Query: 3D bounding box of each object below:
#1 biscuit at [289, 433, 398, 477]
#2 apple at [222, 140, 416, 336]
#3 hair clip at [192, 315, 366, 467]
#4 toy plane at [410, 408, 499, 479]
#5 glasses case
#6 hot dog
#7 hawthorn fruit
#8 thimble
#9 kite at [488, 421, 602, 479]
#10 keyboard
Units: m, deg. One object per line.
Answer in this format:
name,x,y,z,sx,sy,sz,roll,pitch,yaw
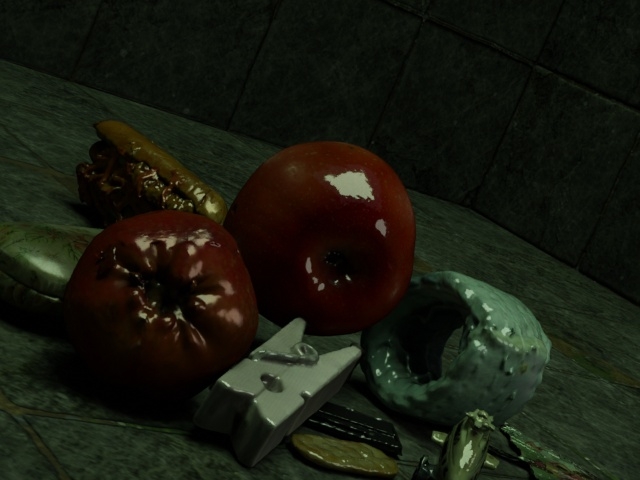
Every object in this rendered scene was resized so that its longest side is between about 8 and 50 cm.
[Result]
biscuit,0.028,0.245,1.560,0.147,0.018,0.071,17,11,-37
apple,0.000,0.000,1.797,0.260,0.260,0.216,19,14,-22
hair clip,-0.045,0.162,1.570,0.101,0.085,0.331,39,15,8
toy plane,0.156,0.264,1.546,0.092,0.108,0.286,26,23,7
glasses case,-0.257,0.045,1.720,0.156,0.098,0.425,31,12,29
hot dog,-0.273,-0.061,2.109,0.117,0.158,0.349,-10,34,-39
hawthorn fruit,-0.172,0.066,1.533,0.211,0.211,0.299,23,4,-4
thimble,0.187,0.152,1.857,0.172,0.205,0.250,23,-20,-40
kite,0.316,0.315,1.867,0.267,0.013,0.323,23,8,-11
keyboard,-0.018,0.205,1.667,0.250,0.017,0.087,20,13,-14
